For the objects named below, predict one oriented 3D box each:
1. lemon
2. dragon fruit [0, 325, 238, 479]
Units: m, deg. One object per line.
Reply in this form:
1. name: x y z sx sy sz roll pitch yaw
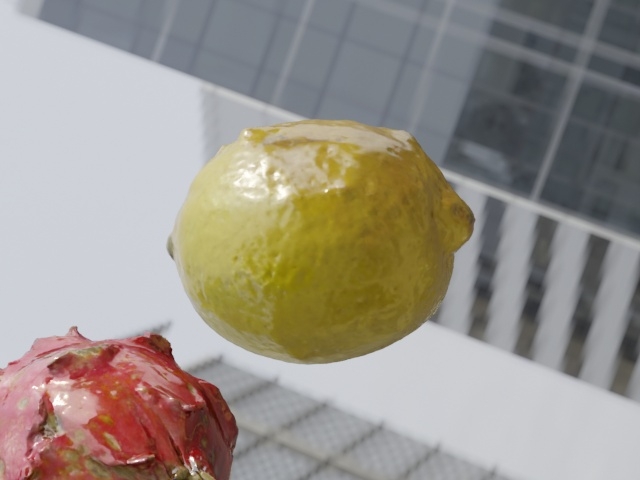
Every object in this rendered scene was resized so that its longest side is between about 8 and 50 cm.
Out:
1. lemon: 0.000 0.000 1.798 0.233 0.288 0.233 -8 -90 -82
2. dragon fruit: -0.158 0.168 1.457 0.205 0.268 0.210 28 -98 -36
